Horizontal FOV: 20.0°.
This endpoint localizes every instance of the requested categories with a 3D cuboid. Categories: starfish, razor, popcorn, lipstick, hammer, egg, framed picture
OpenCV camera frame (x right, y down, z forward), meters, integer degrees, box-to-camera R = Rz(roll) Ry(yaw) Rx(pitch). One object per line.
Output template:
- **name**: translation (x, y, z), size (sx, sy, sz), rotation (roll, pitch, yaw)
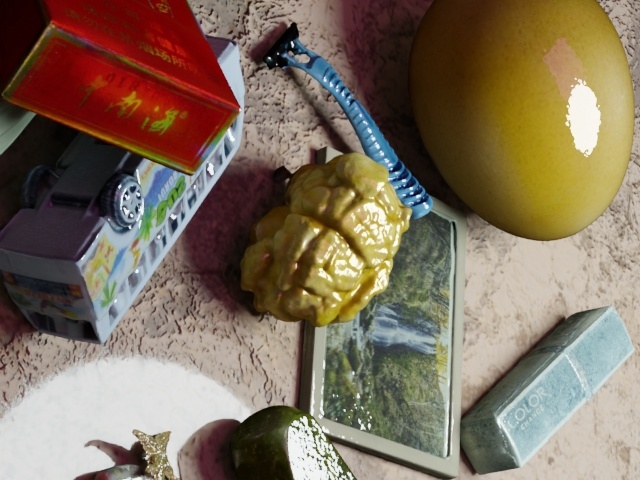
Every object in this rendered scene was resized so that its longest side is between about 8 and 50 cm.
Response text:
- **starfish**: translation (-0.153, 0.200, 1.694), size (0.086, 0.016, 0.092), rotation (-92, 158, -47)
- **razor**: translation (0.038, -0.125, 1.983), size (0.253, 0.042, 0.082), rotation (52, 39, -13)
- **popcorn**: translation (0.014, -0.004, 1.846), size (0.140, 0.163, 0.194), rotation (50, 46, -23)
- **lipstick**: translation (0.262, 0.171, 2.111), size (0.289, 0.076, 0.077), rotation (-36, 105, -47)
- **hammer**: translation (-0.181, 0.247, 1.659), size (0.052, 0.031, 0.083), rotation (-5, 90, -46)
- **egg**: translation (0.232, -0.156, 2.066), size (0.250, 0.250, 0.322), rotation (-30, 105, -47)
- **framed picture**: translation (0.074, 0.081, 1.987), size (0.240, 0.020, 0.324), rotation (25, 59, -39)

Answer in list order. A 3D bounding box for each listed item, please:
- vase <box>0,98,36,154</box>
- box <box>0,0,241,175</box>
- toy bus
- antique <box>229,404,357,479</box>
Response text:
- **vase**: translation (-0.306, -0.132, 1.592), size (0.128, 0.128, 0.248), rotation (62, 33, -11)
- **box**: translation (-0.208, -0.207, 1.616), size (0.197, 0.089, 0.313), rotation (21, 27, -34)
- **toy bus**: translation (-0.174, -0.056, 1.696), size (0.330, 0.109, 0.136), rotation (-58, 146, -40)
- **antique**: translation (-0.009, 0.266, 1.793), size (0.221, 0.081, 0.080), rotation (56, 42, -16)
